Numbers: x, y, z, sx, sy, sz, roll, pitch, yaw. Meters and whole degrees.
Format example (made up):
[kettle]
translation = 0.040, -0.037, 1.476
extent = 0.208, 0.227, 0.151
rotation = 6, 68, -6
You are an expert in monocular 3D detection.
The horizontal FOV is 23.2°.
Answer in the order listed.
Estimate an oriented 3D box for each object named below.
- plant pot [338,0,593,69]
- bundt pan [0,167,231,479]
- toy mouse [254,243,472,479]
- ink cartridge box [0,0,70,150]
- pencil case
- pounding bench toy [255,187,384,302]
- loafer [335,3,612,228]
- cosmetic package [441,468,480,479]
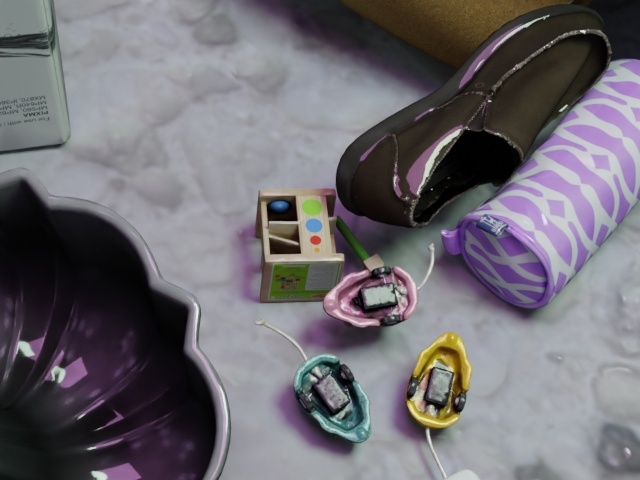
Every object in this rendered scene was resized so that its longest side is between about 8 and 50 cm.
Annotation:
[plant pot]
translation = 0.084, -0.244, 1.129
extent = 0.254, 0.237, 0.237
rotation = 47, 63, 6
[bundt pan]
translation = -0.202, 0.132, 0.867
extent = 0.331, 0.124, 0.331
rotation = -2, 71, 6
[toy mouse]
translation = 0.026, 0.073, 1.003
extent = 0.143, 0.031, 0.161
rotation = 12, 74, -4
[ink cartridge box]
translation = -0.241, -0.210, 1.027
extent = 0.114, 0.273, 0.197
rotation = -9, 59, -7
[pencil case]
translation = 0.175, -0.042, 1.077
extent = 0.088, 0.086, 0.206
rotation = 23, 53, 37
[pounding bench toy]
translation = 0.000, 0.000, 1.046
extent = 0.083, 0.052, 0.065
rotation = -1, 57, -7
[loafer]
translation = 0.116, -0.072, 1.030
extent = 0.220, 0.080, 0.078
rotation = -37, 49, -12
[cosmetic package]
translation = 0.035, 0.249, 0.831
extent = 0.183, 0.151, 0.151
rotation = -24, 63, -21
